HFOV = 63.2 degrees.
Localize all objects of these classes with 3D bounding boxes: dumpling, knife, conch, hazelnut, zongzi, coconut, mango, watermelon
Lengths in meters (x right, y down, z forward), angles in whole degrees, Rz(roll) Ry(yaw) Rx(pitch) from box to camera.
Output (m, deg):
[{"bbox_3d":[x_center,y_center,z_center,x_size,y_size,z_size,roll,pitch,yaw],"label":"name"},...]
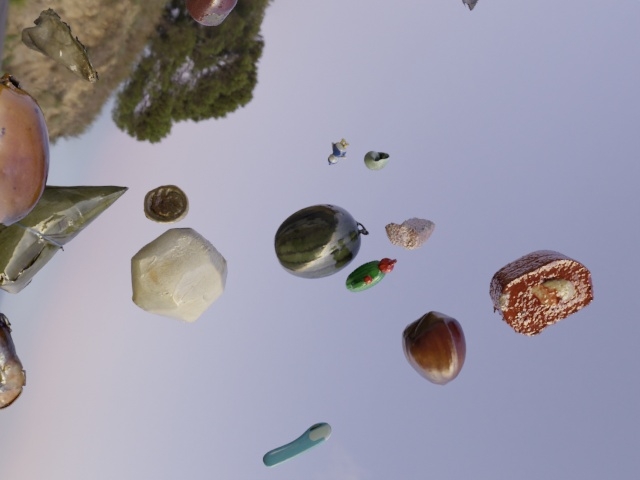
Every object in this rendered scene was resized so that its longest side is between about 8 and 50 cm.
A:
[{"bbox_3d":[-0.769,-0.564,1.482,0.332,0.086,0.166,29,-37,26],"label":"dumpling"},{"bbox_3d":[-0.066,0.604,1.534,0.064,0.222,0.031,54,-23,37],"label":"knife"},{"bbox_3d":[0.170,-0.237,1.561,0.085,0.076,0.056,-99,-178,-58],"label":"conch"},{"bbox_3d":[0.350,0.328,1.582,0.181,0.181,0.212,-53,-169,-25],"label":"hazelnut"},{"bbox_3d":[-0.756,-0.119,1.322,0.393,0.356,0.174,-45,179,-14],"label":"zongzi"},{"bbox_3d":[-0.392,0.101,1.412,0.247,0.245,0.245,-46,-161,-23],"label":"coconut"},{"bbox_3d":[-0.619,-0.171,0.989,0.153,0.201,0.287,28,-65,24],"label":"mango"},{"bbox_3d":[0.000,0.000,1.981,0.279,0.360,0.278,157,-90,-89],"label":"watermelon"}]

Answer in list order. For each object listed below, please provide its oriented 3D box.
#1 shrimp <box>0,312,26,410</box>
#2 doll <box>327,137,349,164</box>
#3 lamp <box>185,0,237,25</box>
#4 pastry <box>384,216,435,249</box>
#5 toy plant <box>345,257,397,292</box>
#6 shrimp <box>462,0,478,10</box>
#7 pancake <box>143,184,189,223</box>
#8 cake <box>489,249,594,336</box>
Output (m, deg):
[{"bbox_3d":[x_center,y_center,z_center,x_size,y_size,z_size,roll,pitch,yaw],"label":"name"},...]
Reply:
[{"bbox_3d":[-0.831,0.281,1.252,0.075,0.178,0.289,6,-70,45],"label":"shrimp"},{"bbox_3d":[0.072,-0.379,2.261,0.098,0.058,0.143,50,-48,15],"label":"doll"},{"bbox_3d":[-0.406,-0.925,1.968,0.258,0.180,0.179,-15,-117,55],"label":"lamp"},{"bbox_3d":[0.352,-0.028,1.955,0.112,0.265,0.102,22,-69,36],"label":"pastry"},{"bbox_3d":[0.173,0.128,1.871,0.155,0.088,0.240,-35,-178,-20],"label":"toy plant"},{"bbox_3d":[0.397,-0.606,1.206,0.148,0.195,0.035,-18,-102,15],"label":"shrimp"},{"bbox_3d":[-0.508,-0.117,1.711,0.025,0.152,0.151,115,-19,-70],"label":"pancake"},{"bbox_3d":[0.629,0.140,1.505,0.283,0.176,0.151,-32,-169,10],"label":"cake"}]
